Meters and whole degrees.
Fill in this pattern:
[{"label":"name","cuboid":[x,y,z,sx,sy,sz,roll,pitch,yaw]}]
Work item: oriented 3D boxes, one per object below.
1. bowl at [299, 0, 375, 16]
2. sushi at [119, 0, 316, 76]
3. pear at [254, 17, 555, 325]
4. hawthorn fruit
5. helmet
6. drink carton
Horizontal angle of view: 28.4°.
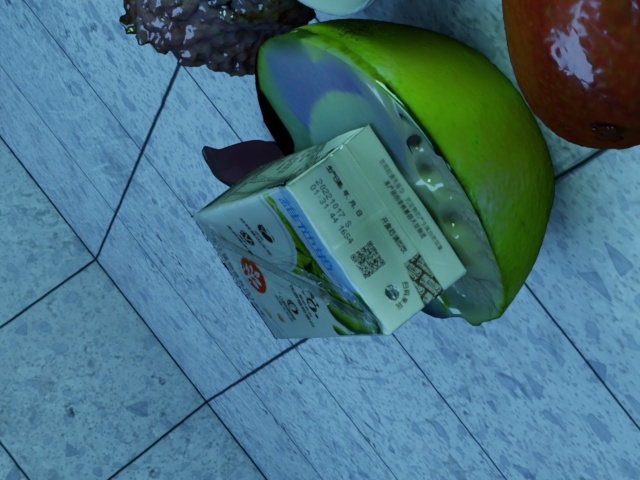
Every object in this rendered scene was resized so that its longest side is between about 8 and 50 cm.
[{"label":"bowl","cuboid":[0.012,-0.377,1.233,0.287,0.144,0.287,44,159,22]},{"label":"sushi","cuboid":[-0.111,-0.337,1.468,0.171,0.236,0.270,-54,45,50]},{"label":"pear","cuboid":[0.118,-0.105,1.420,0.399,0.165,0.399,44,160,20]},{"label":"hawthorn fruit","cuboid":[0.230,-0.218,0.965,0.211,0.211,0.299,5,119,63]},{"label":"helmet","cuboid":[-0.049,-0.064,1.881,0.253,0.154,0.198,63,-174,27]},{"label":"drink carton","cuboid":[0.000,0.000,1.424,0.194,0.132,0.324,55,160,-10]}]
